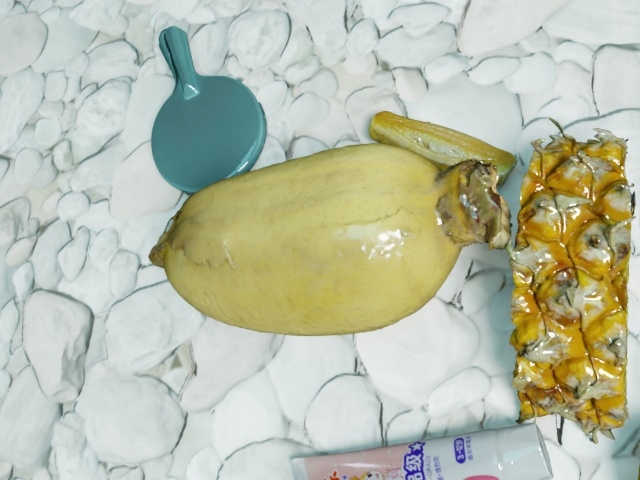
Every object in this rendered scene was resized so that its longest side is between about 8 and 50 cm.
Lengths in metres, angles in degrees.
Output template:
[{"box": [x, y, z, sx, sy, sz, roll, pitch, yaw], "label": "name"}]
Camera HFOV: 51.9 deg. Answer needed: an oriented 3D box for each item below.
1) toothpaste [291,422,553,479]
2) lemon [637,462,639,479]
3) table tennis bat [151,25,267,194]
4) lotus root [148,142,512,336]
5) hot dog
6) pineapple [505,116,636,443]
[{"box": [0.069, 0.176, 0.489, 0.194, 0.043, 0.067, -20, 69, 19], "label": "toothpaste"}, {"box": [0.244, 0.167, 0.404, 0.082, 0.082, 0.111, -21, 78, 12], "label": "lemon"}, {"box": [-0.127, -0.139, 0.673, 0.124, 0.033, 0.201, -26, 67, 8], "label": "table tennis bat"}, {"box": [0.000, 0.003, 0.518, 0.303, 0.131, 0.146, -8, 54, 27], "label": "lotus root"}, {"box": [0.100, -0.078, 0.570, 0.137, 0.028, 0.044, 24, 55, 23], "label": "hot dog"}, {"box": [0.173, 0.016, 0.452, 0.079, 0.135, 0.233, 1, 74, 21], "label": "pineapple"}]
